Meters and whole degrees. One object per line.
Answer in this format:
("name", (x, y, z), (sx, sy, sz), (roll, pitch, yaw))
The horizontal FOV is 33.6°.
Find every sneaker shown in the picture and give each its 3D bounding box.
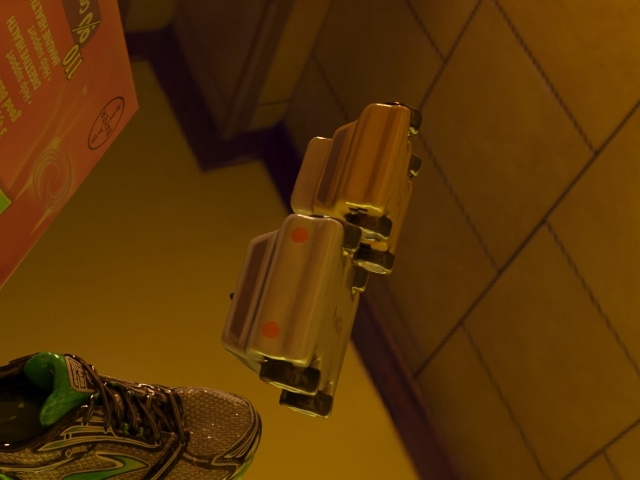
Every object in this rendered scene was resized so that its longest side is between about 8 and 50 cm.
("sneaker", (-0.198, 0.171, 0.921), (0.134, 0.344, 0.146), (59, 134, 38))

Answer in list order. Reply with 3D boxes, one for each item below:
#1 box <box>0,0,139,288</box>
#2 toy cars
("box", (-0.209, -0.050, 0.498), (0.117, 0.243, 0.213), (31, 160, 8))
("toy cars", (0.000, 0.000, 0.736), (0.393, 0.087, 0.176), (-59, -20, -62))
